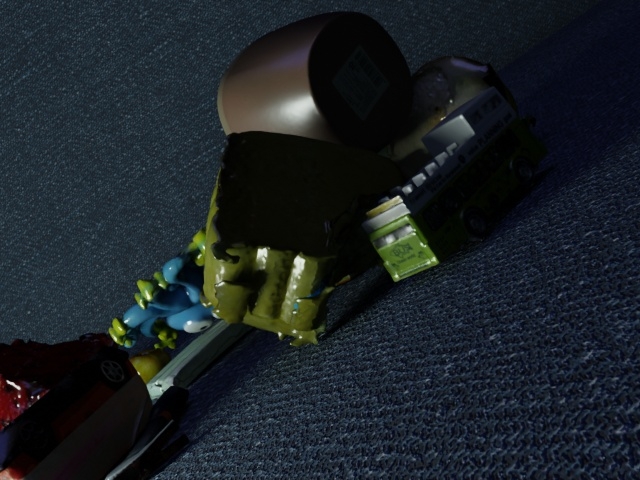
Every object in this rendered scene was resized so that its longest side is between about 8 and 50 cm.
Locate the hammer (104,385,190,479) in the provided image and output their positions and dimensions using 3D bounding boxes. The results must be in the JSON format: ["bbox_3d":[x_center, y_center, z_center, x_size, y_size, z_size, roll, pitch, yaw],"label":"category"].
[{"bbox_3d":[-0.222,0.257,1.207,0.137,0.037,0.290,-34,7,10],"label":"hammer"}]

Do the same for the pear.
[{"bbox_3d":[0.261,-0.201,1.565,0.178,0.266,0.267,-5,-16,-43],"label":"pear"}]

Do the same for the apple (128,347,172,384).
[{"bbox_3d":[-0.313,0.237,1.622,0.090,0.074,0.089,-32,7,4],"label":"apple"}]

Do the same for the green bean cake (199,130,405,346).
[{"bbox_3d":[-0.020,0.011,1.238,0.310,0.285,0.202,-83,8,-51],"label":"green bean cake"}]

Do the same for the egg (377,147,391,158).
[{"bbox_3d":[0.110,-0.125,1.710,0.231,0.168,0.168,-33,7,19],"label":"egg"}]

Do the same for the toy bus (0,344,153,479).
[{"bbox_3d":[-0.353,0.276,1.236,0.127,0.147,0.303,-31,6,30],"label":"toy bus"}]

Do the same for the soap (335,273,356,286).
[{"bbox_3d":[0.000,0.000,1.501,0.199,0.138,0.182,-28,8,46],"label":"soap"}]

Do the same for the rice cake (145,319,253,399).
[{"bbox_3d":[-0.212,0.202,1.541,0.124,0.038,0.211,-27,11,45],"label":"rice cake"}]

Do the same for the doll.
[{"bbox_3d":[-0.213,0.086,1.572,0.346,0.099,0.341,-39,-13,-5],"label":"doll"}]

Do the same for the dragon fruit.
[{"bbox_3d":[-0.521,0.324,1.786,0.286,0.227,0.329,9,11,30],"label":"dragon fruit"}]

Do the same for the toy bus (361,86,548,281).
[{"bbox_3d":[0.179,-0.077,1.183,0.302,0.139,0.113,-42,8,-38],"label":"toy bus"}]

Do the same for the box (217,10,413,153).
[{"bbox_3d":[0.006,-0.246,1.526,0.216,0.301,0.301,-15,19,47],"label":"box"}]
